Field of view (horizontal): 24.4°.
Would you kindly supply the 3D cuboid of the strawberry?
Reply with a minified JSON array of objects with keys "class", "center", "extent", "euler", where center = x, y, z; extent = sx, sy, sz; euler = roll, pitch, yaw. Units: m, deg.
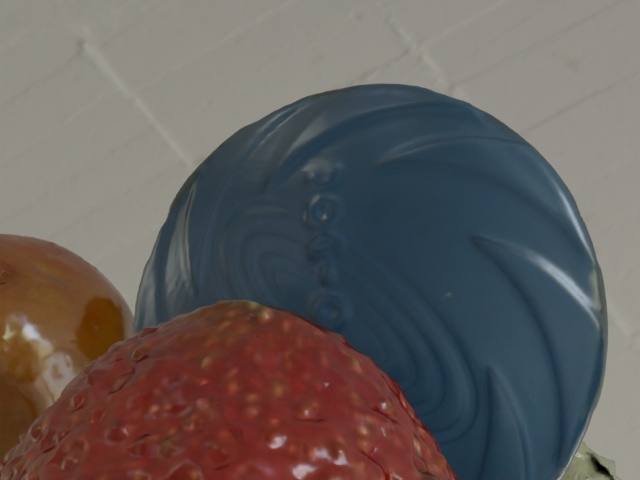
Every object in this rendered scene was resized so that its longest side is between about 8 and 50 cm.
[{"class":"strawberry","center":[-0.048,0.162,0.581],"extent":[0.257,0.257,0.277],"euler":[-5,-107,36]}]

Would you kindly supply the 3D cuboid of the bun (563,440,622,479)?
[{"class":"bun","center":[0.287,0.311,1.783],"extent":[0.239,0.141,0.239],"euler":[45,-22,24]}]

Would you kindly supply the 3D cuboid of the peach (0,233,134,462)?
[{"class":"peach","center":[-0.363,0.162,1.665],"extent":[0.342,0.302,0.343],"euler":[2,-69,4]}]

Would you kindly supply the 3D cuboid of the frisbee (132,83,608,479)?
[{"class":"frisbee","center":[0.012,0.050,0.816],"extent":[0.289,0.049,0.290],"euler":[-4,-100,25]}]
